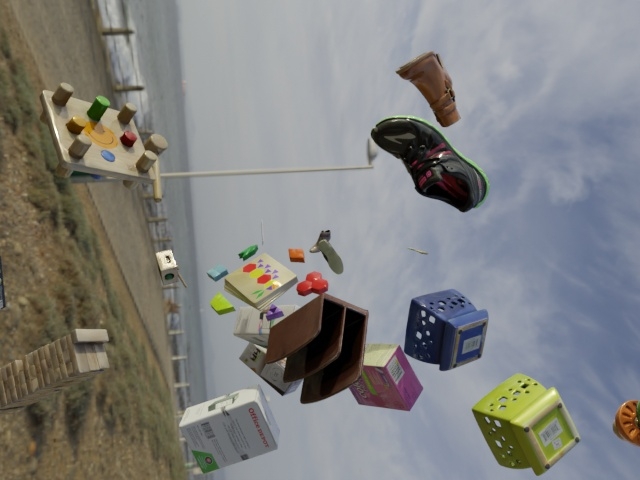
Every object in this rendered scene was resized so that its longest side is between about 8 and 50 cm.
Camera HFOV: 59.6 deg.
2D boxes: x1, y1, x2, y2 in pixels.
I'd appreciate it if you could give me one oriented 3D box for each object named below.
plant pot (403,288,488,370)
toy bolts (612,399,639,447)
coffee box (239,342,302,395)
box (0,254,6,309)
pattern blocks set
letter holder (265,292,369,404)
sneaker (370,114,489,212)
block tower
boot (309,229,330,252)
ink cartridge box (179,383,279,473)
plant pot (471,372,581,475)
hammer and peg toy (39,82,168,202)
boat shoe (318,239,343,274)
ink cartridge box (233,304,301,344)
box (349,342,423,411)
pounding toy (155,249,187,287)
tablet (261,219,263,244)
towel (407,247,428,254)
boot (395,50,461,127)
[{"bbox_3d":[0.465,0.331,2.029,0.212,0.236,0.235,28,-60,50],"label":"plant pot"},{"bbox_3d":[0.783,0.381,1.246,0.158,0.229,0.218,103,12,-60],"label":"toy bolts"},{"bbox_3d":[-0.198,0.525,2.329,0.098,0.247,0.141,-57,160,7],"label":"coffee box"},{"bbox_3d":[-0.664,0.067,1.076,0.027,0.094,0.136,-93,-177,-82],"label":"box"},{"bbox_3d":[-0.154,0.107,1.462,0.325,0.286,0.026,41,-26,52],"label":"pattern blocks set"},{"bbox_3d":[-0.023,0.311,1.534,0.302,0.152,0.214,-39,-146,47],"label":"letter holder"},{"bbox_3d":[0.387,-0.277,1.992,0.202,0.483,0.185,-48,171,-48],"label":"sneaker"},{"bbox_3d":[-0.631,0.304,1.265,0.091,0.336,0.097,19,46,-66],"label":"block tower"},{"bbox_3d":[0.000,0.000,2.401,0.042,0.118,0.086,29,-57,26],"label":"boot"},{"bbox_3d":[-0.312,0.661,1.965,0.121,0.290,0.211,-89,158,-75],"label":"ink cartridge box"},{"bbox_3d":[0.654,0.579,1.751,0.227,0.228,0.207,63,-20,-6],"label":"plant pot"},{"bbox_3d":[-0.533,-0.255,1.480,0.127,0.362,0.265,-42,-120,27],"label":"hammer and peg toy"},{"bbox_3d":[0.038,0.055,1.907,0.133,0.049,0.042,57,4,-3],"label":"boat shoe"},{"bbox_3d":[-0.144,0.323,2.050,0.278,0.201,0.116,-7,-119,37],"label":"ink cartridge box"},{"bbox_3d":[0.208,0.489,2.022,0.243,0.117,0.213,-8,-61,46],"label":"box"},{"bbox_3d":[-0.675,0.137,2.531,0.130,0.100,0.141,98,-30,-48],"label":"pounding toy"},{"bbox_3d":[-0.209,-0.028,2.008,0.054,0.006,0.083,117,-30,-75],"label":"tablet"},{"bbox_3d":[0.442,0.048,2.534,0.083,0.060,0.009,21,-81,44],"label":"towel"},{"bbox_3d":[0.328,-0.435,1.657,0.283,0.109,0.220,-32,102,-61],"label":"boot"}]
